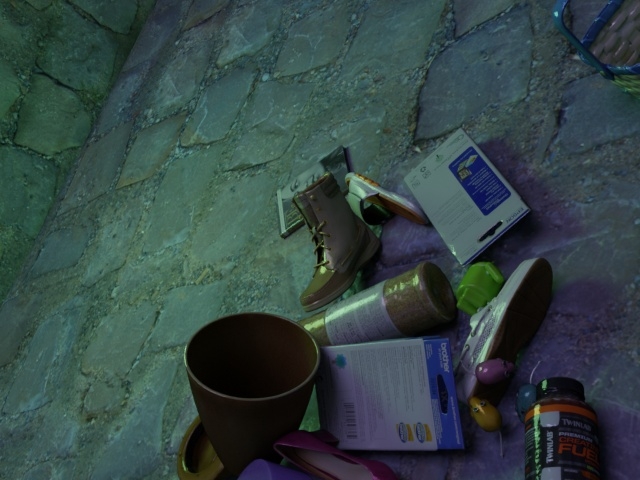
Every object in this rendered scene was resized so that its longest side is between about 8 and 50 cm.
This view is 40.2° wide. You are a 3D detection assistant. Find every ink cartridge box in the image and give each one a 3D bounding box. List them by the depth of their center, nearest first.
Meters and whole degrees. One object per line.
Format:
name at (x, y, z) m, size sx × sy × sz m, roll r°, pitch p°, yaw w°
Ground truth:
ink cartridge box at (0.119, 0.263, 1.502) m, size 0.311 × 0.065 × 0.186 m, roll -12°, pitch 82°, yaw 44°
ink cartridge box at (0.288, -0.076, 1.696) m, size 0.165 × 0.065 × 0.333 m, roll -41°, pitch 34°, yaw 13°

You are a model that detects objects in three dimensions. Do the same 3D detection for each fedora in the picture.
fedora at (-0.206, 0.421, 1.774) m, size 0.194 × 0.079 × 0.194 m, roll -29°, pitch 41°, yaw 30°

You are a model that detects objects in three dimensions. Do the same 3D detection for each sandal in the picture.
sandal at (0.119, -0.071, 1.846) m, size 0.076 × 0.102 × 0.265 m, roll -52°, pitch 36°, yaw -7°

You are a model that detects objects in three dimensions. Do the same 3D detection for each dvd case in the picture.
dvd case at (-0.020, -0.120, 2.120) m, size 0.221 × 0.018 × 0.165 m, roll -35°, pitch 38°, yaw 21°

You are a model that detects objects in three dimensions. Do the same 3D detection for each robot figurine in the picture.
robot figurine at (0.280, 0.083, 1.538) m, size 0.115 × 0.067 × 0.101 m, roll -51°, pitch -13°, yaw -46°

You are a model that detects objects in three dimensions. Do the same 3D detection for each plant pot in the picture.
plant pot at (-0.127, 0.301, 1.591) m, size 0.237 × 0.254 × 0.237 m, roll 3°, pitch 32°, yaw -2°

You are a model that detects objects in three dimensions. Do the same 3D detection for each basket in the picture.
basket at (0.545, -0.384, 1.495) m, size 0.255 × 0.289 × 0.201 m, roll -49°, pitch 34°, yaw 0°

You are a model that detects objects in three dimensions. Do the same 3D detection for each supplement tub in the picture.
supplement tub at (0.344, 0.297, 1.251) m, size 0.106 × 0.106 × 0.198 m, roll -22°, pitch 44°, yaw 35°

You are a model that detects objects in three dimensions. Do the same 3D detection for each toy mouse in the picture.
toy mouse at (0.294, 0.233, 1.367) m, size 0.143 × 0.161 × 0.031 m, roll -36°, pitch -8°, yaw 0°

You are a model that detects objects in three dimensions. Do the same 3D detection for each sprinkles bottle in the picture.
sprinkles bottle at (0.079, 0.159, 1.660) m, size 0.355 × 0.121 × 0.121 m, roll -28°, pitch 41°, yaw 29°

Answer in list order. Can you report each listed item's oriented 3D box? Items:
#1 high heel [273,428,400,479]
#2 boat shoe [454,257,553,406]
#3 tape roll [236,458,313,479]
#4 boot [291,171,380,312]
high heel at (0.033, 0.391, 1.463) m, size 0.244 × 0.117 × 0.082 m, roll 36°, pitch 114°, yaw 38°
boat shoe at (0.290, 0.144, 1.459) m, size 0.096 × 0.098 × 0.277 m, roll 17°, pitch 73°, yaw 52°
tape roll at (-0.103, 0.515, 1.474) m, size 0.275 × 0.090 × 0.275 m, roll -56°, pitch 20°, yaw 33°
boot at (0.000, 0.000, 1.759) m, size 0.095 × 0.203 × 0.262 m, roll -16°, pitch 24°, yaw 46°
